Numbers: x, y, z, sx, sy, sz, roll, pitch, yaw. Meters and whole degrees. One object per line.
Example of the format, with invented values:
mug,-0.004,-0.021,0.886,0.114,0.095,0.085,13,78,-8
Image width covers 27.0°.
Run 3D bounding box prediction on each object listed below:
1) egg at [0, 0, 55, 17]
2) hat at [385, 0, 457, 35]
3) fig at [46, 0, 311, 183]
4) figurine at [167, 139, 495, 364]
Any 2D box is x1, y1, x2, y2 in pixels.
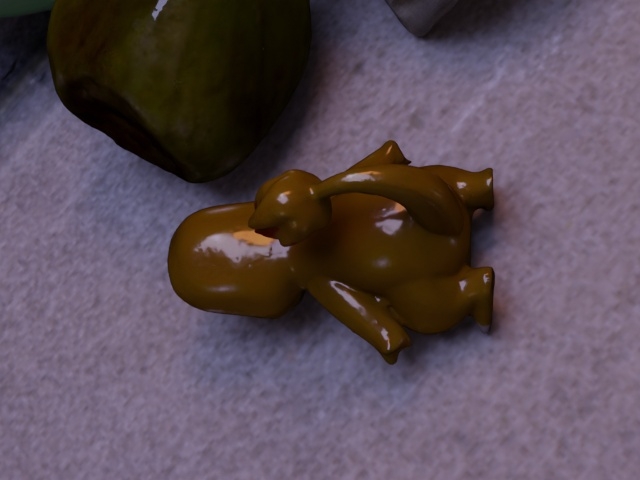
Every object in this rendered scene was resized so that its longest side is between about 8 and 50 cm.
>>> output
egg,-0.188,-0.253,0.821,0.270,0.220,0.220,-35,55,23
hat,0.057,-0.254,0.747,0.226,0.164,0.219,38,88,17
fig,-0.074,-0.124,0.750,0.165,0.144,0.154,-60,9,30
figurine,-0.003,-0.001,0.668,0.176,0.122,0.121,-10,66,23
